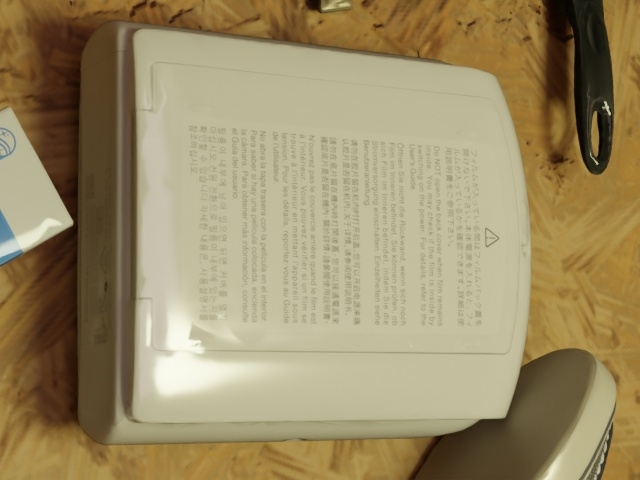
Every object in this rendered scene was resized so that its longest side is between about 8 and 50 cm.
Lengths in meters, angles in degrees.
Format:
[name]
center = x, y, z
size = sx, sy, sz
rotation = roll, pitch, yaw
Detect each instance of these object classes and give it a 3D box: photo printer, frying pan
[photo printer]
center = 0.000, 0.000, 0.962
size = 0.307, 0.107, 0.256
rotation = 2, 83, -29
[frying pan]
center = 0.217, -0.228, 1.140
size = 0.197, 0.053, 0.326
rotation = -21, 95, -27

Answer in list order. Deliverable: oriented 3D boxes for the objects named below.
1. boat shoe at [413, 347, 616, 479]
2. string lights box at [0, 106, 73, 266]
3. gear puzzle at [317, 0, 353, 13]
[boat shoe]
center = 0.121, 0.247, 1.002
size = 0.158, 0.127, 0.340
rotation = 44, 74, -24
[string lights box]
center = -0.274, 0.027, 0.793
size = 0.259, 0.133, 0.077
rotation = -32, 100, -28
[gear puzzle]
center = 0.116, -0.267, 1.053
size = 0.339, 0.044, 0.175
rotation = -11, 89, -16
